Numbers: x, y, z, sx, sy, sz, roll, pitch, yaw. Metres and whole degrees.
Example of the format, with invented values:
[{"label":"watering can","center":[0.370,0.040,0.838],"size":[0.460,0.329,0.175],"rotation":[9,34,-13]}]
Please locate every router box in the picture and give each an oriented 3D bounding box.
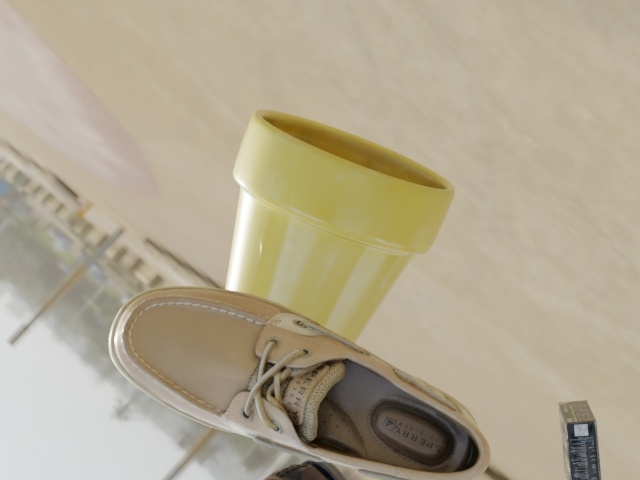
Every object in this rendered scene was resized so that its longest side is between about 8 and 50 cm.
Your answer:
[{"label":"router box","center":[0.317,0.253,1.591],"size":[0.122,0.038,0.092],"rotation":[-38,-58,-82]}]

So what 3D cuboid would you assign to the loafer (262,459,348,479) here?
[{"label":"loafer","center":[0.036,0.369,1.444],"size":[0.095,0.109,0.302],"rotation":[1,-142,-48]}]

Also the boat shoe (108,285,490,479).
[{"label":"boat shoe","center":[-0.016,0.121,1.107],"size":[0.341,0.122,0.110],"rotation":[19,173,-2]}]

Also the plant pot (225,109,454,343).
[{"label":"plant pot","center":[0.000,0.000,1.540],"size":[0.254,0.239,0.254],"rotation":[20,-167,-5]}]
